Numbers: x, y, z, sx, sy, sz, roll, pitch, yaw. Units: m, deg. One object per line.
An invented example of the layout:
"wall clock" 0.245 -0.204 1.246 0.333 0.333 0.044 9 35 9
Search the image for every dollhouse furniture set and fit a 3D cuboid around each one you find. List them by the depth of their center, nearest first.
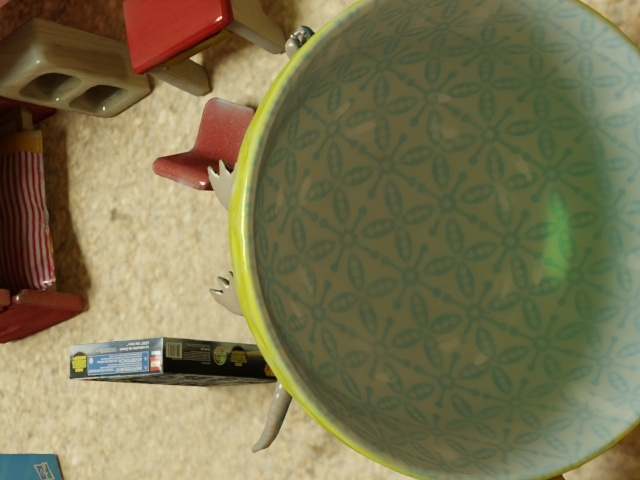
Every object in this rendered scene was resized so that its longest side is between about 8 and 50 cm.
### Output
"dollhouse furniture set" -0.202 -0.068 1.163 0.374 0.152 0.201 -24 69 35

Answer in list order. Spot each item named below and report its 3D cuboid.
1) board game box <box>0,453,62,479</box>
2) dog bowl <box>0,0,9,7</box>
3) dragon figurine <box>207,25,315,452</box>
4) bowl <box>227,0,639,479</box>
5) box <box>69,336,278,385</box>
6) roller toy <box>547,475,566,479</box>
"board game box" -0.303 0.375 1.230 0.308 0.086 0.301 -35 64 31
"dog bowl" -0.366 -0.211 1.193 0.408 0.408 0.150 -20 113 36
"dragon figurine" 0.000 0.000 1.030 0.085 0.144 0.289 4 106 38
"bowl" 0.067 -0.003 0.890 0.156 0.290 0.289 173 102 -69
"box" -0.097 0.088 1.065 0.094 0.137 0.027 -7 79 39
"roller toy" 0.078 0.241 0.844 0.146 0.191 0.209 37 114 -7
